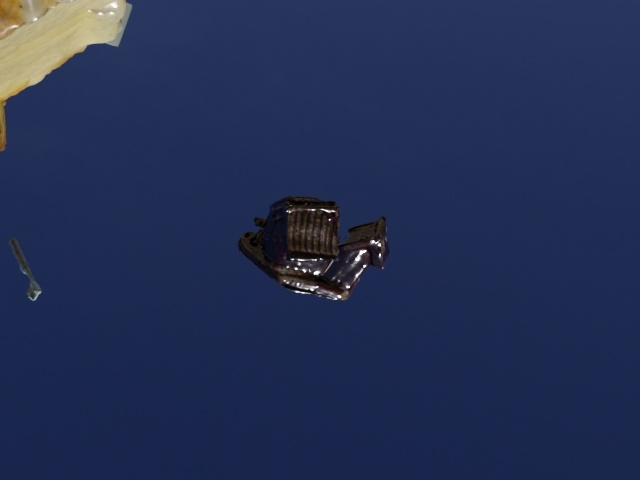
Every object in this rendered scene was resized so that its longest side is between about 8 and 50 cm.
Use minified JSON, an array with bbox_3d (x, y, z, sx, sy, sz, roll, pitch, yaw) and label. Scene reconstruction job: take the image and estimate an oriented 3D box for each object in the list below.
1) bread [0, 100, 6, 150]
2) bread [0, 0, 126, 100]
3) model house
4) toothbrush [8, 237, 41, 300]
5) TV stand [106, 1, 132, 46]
[{"bbox_3d":[-0.632,-0.172,2.007,0.370,0.314,0.191,-13,-129,-19],"label":"bread"},{"bbox_3d":[-0.429,-0.324,1.413,0.371,0.390,0.279,-31,-176,-8],"label":"bread"},{"bbox_3d":[0.003,-0.005,2.048,0.203,0.164,0.141,11,-146,-25],"label":"model house"},{"bbox_3d":[-0.432,0.040,2.008,0.016,0.019,0.219,25,-170,-28],"label":"toothbrush"},{"bbox_3d":[-0.433,-0.387,2.243,0.088,0.082,0.269,27,-168,30],"label":"TV stand"}]
